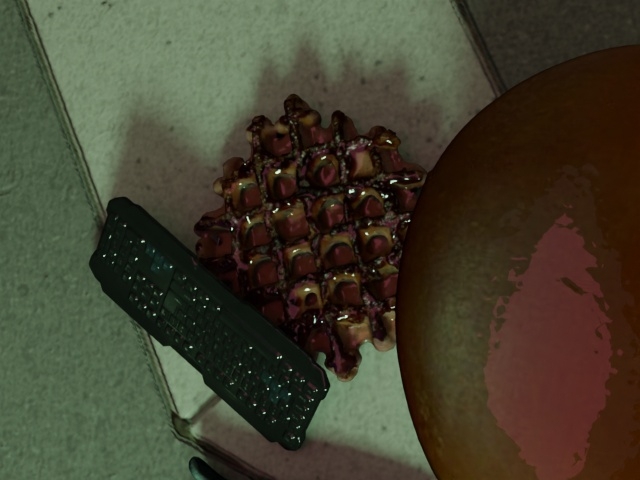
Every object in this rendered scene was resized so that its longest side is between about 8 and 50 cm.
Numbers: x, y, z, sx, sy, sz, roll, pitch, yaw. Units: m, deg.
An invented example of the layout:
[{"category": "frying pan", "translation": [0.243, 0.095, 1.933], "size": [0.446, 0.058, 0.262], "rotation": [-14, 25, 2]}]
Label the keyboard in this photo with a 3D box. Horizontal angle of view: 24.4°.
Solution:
[{"category": "keyboard", "translation": [-0.101, 0.071, 1.266], "size": [0.262, 0.016, 0.106], "rotation": [40, 131, 20]}]

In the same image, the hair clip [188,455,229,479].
[{"category": "hair clip", "translation": [0.017, 0.229, 1.211], "size": [0.275, 0.048, 0.083], "rotation": [2, 76, 17]}]

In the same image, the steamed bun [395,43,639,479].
[{"category": "steamed bun", "translation": [0.181, 0.050, 1.089], "size": [0.248, 0.235, 0.379], "rotation": [12, 83, 15]}]

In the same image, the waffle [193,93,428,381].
[{"category": "waffle", "translation": [0.000, 0.000, 1.257], "size": [0.234, 0.055, 0.221], "rotation": [31, 93, 24]}]
